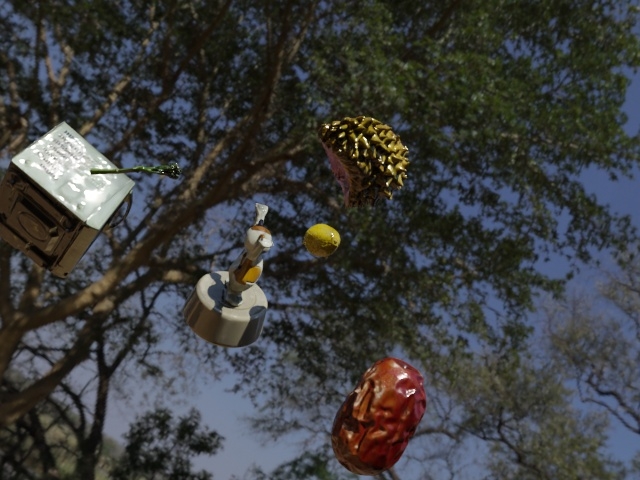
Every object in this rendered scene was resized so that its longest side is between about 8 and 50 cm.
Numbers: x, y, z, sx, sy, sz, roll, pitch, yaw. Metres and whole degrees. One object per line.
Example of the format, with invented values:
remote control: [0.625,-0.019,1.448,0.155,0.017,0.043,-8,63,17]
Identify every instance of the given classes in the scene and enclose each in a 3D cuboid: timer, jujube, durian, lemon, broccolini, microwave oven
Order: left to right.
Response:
microwave oven: [-0.798,-0.103,1.951,0.333,0.247,0.394,42,-41,-11]
broccolini: [-0.451,-0.173,1.563,0.218,0.042,0.044,0,-64,-13]
timer: [-0.160,0.069,1.308,0.175,0.175,0.265,30,-60,6]
lemon: [0.000,0.000,1.244,0.092,0.065,0.065,-4,-44,45]
durian: [0.113,-0.167,1.463,0.191,0.112,0.341,-12,-31,7]
jujube: [0.122,0.371,1.352,0.174,0.250,0.174,26,-1,0]
